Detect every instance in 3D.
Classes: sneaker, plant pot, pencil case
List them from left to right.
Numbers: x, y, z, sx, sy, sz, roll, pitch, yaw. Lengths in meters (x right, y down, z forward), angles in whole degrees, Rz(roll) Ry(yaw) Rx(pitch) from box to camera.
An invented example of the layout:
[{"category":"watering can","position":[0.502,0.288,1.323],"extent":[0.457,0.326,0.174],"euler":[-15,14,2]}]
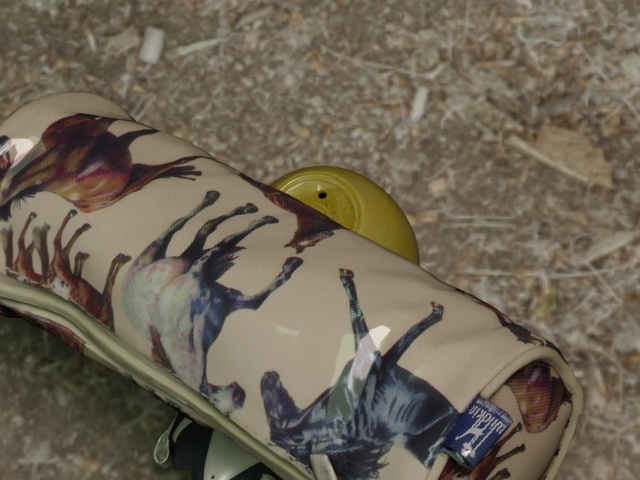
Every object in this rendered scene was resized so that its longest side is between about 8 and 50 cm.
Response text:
[{"category":"pencil case","position":[-0.049,0.054,1.133],"extent":[0.410,0.160,0.183],"euler":[29,42,25]},{"category":"sneaker","position":[-0.011,0.166,1.211],"extent":[0.235,0.094,0.153],"euler":[35,78,17]},{"category":"plant pot","position":[0.000,0.000,1.269],"extent":[0.134,0.095,0.134],"euler":[-2,69,5]}]
